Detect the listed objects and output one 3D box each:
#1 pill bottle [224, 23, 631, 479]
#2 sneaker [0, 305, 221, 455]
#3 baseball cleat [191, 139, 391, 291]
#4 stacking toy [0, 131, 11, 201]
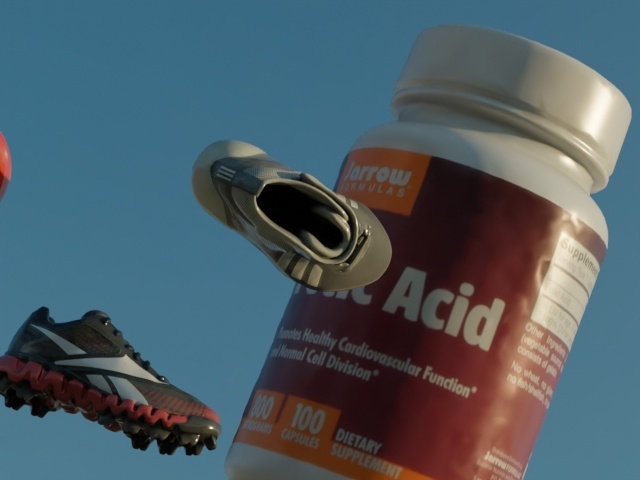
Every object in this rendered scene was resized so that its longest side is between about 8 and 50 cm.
[{"bbox_3d":[0.094,0.044,1.372,0.224,0.392,0.224,21,-11,4],"label":"pill bottle"},{"bbox_3d":[-0.232,0.152,1.954,0.276,0.135,0.097,17,-22,10],"label":"sneaker"},{"bbox_3d":[0.000,0.000,1.153,0.109,0.072,0.206,29,3,42],"label":"baseball cleat"},{"bbox_3d":[-0.310,0.034,1.108,0.141,0.330,0.141,21,-39,18],"label":"stacking toy"}]
